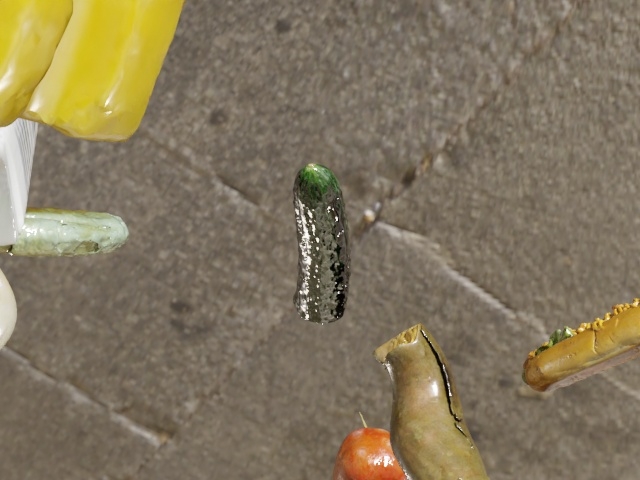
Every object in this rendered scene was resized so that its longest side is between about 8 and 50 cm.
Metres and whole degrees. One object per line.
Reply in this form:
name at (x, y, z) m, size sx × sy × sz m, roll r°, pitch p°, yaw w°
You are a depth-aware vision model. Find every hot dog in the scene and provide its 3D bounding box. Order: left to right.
hot dog at (0.273, 0.097, 1.134) m, size 0.188 × 0.072 × 0.055 m, roll -32°, pitch 72°, yaw 35°

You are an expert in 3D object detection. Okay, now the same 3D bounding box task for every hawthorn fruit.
hawthorn fruit at (0.083, 0.337, 1.759) m, size 0.125 × 0.140 × 0.125 m, roll 22°, pitch 154°, yaw 11°

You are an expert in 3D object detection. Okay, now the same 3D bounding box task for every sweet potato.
sweet potato at (0.121, 0.212, 1.211) m, size 0.085 × 0.286 × 0.112 m, roll -8°, pitch 138°, yaw -11°

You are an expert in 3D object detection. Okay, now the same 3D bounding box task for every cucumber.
cucumber at (0.000, 0.000, 1.089) m, size 0.058 × 0.052 × 0.215 m, roll 2°, pitch 143°, yaw 2°

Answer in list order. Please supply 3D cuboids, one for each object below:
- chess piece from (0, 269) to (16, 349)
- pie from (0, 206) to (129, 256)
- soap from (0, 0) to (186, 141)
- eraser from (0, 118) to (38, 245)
chess piece at (-0.348, 0.000, 1.006) m, size 0.261 × 0.142 × 0.143 m, roll 52°, pitch 135°, yaw 24°
pie at (-0.423, -0.015, 1.718) m, size 0.306 × 0.306 × 0.071 m, roll 3°, pitch 90°, yaw 16°
soap at (-0.071, -0.191, 0.270) m, size 0.096 × 0.204 × 0.325 m, roll 25°, pitch 98°, yaw 18°
eraser at (-0.262, -0.098, 0.818) m, size 0.124 × 0.279 × 0.081 m, roll -4°, pitch 124°, yaw -5°
